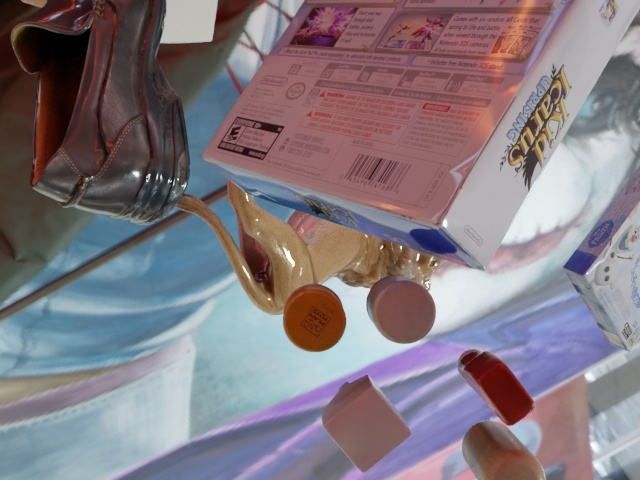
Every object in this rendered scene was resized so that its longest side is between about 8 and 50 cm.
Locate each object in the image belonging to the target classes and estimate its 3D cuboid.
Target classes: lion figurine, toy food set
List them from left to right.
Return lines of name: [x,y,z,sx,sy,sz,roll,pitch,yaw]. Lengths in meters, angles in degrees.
lion figurine: [0.000,0.000,0.948,0.142,0.392,0.240,7,-67,47]
toy food set: [0.070,0.109,0.538,0.232,0.111,0.104,50,0,-2]

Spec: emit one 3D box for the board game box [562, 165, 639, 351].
board game box: [0.208,0.013,0.529,0.020,0.090,0.090,26,-19,52]

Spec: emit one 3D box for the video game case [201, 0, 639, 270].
video game case: [0.064,-0.124,0.560,0.061,0.244,0.269,38,-11,-38]

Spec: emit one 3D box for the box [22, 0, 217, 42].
box: [-0.327,-0.415,1.291,0.311,0.148,0.121,23,-65,28]

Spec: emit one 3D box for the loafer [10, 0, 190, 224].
loafer: [-0.106,-0.090,0.357,0.061,0.062,0.170,6,59,-45]
